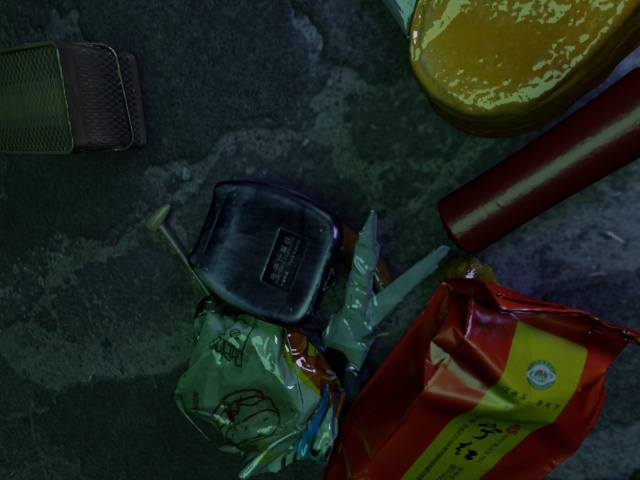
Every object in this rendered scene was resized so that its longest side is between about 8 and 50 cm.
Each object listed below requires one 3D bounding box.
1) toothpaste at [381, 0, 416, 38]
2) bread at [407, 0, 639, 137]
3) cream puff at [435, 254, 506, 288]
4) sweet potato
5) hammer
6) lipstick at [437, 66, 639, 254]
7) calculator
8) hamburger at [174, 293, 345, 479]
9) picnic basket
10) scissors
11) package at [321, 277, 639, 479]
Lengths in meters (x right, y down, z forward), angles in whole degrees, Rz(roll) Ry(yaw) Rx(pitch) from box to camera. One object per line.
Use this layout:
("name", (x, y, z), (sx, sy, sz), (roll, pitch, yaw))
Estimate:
("toothpaste", (0.057, -0.357, 0.524), (0.266, 0.061, 0.096), (49, 118, 0))
("bread", (0.200, -0.224, 0.427), (0.195, 0.142, 0.270), (42, 116, 14))
("cream puff", (0.181, 0.059, 0.559), (0.083, 0.058, 0.083), (3, 106, 26))
("sweet potato", (-0.002, -0.009, 0.639), (0.255, 0.058, 0.078), (27, 135, 23))
("hammer", (-0.223, 0.026, 0.784), (0.060, 0.028, 0.195), (-37, 88, 23))
("lipstick", (0.239, -0.074, 0.483), (0.241, 0.080, 0.080), (-37, 85, 30))
("calculator", (-0.081, 0.011, 0.620), (0.268, 0.040, 0.177), (20, 90, 35))
("hamburger", (-0.114, 0.216, 0.669), (0.276, 0.150, 0.260), (-10, 102, 41))
("picnic basket", (-0.433, -0.226, 0.755), (0.266, 0.139, 0.165), (5, 106, 27))
("scissors", (0.047, 0.127, 0.626), (0.256, 0.029, 0.383), (36, 128, 15))
("package", (0.160, 0.211, 0.540), (0.196, 0.123, 0.423), (22, 120, -7))
